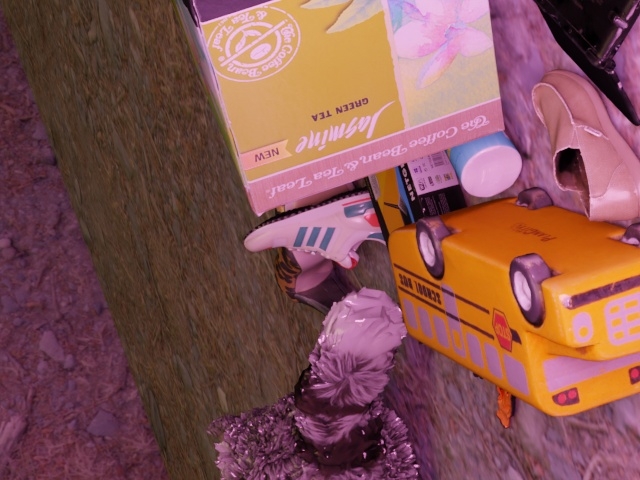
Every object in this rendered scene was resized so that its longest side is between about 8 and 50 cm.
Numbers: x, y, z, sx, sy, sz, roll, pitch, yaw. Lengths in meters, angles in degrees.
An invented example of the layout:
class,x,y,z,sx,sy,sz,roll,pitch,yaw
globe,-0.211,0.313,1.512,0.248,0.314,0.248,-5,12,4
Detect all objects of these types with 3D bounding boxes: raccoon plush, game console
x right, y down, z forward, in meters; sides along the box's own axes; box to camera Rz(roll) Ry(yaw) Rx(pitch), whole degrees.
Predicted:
class,x,y,z,sx,sy,sz,roll,pitch,yaw
raccoon plush,0.013,0.180,1.973,0.299,0.216,0.446,-108,37,-55
game console,0.196,-0.159,1.241,0.107,0.071,0.122,-61,38,24

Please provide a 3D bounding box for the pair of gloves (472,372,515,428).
class,x,y,z,sx,sy,sz,roll,pitch,yaw
pair of gloves,0.157,0.122,1.623,0.074,0.010,0.083,95,155,-50

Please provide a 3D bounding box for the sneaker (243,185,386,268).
class,x,y,z,sx,sy,sz,roll,pitch,yaw
sneaker,0.000,0.000,1.807,0.057,0.161,0.075,-36,-73,-71

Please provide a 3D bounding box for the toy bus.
class,x,y,z,sx,sy,sz,roll,pitch,yaw
toy bus,0.160,0.042,1.365,0.332,0.108,0.130,-153,50,-69

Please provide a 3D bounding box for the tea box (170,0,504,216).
class,x,y,z,sx,sy,sz,roll,pitch,yaw
tea box,-0.024,-0.261,1.373,0.324,0.220,0.329,74,175,-48

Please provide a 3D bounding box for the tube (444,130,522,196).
class,x,y,z,sx,sy,sz,roll,pitch,yaw
tube,0.110,-0.120,1.512,0.207,0.052,0.080,-114,29,-47

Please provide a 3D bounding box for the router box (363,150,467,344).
class,x,y,z,sx,sy,sz,roll,pitch,yaw
router box,0.099,-0.004,1.639,0.133,0.046,0.179,133,120,-72

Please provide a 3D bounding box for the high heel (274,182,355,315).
class,x,y,z,sx,sy,sz,roll,pitch,yaw
high heel,-0.030,-0.030,1.948,0.186,0.093,0.261,37,149,55

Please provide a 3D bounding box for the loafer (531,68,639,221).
class,x,y,z,sx,sy,sz,roll,pitch,yaw
loafer,0.185,-0.069,1.281,0.056,0.050,0.148,85,161,-44
